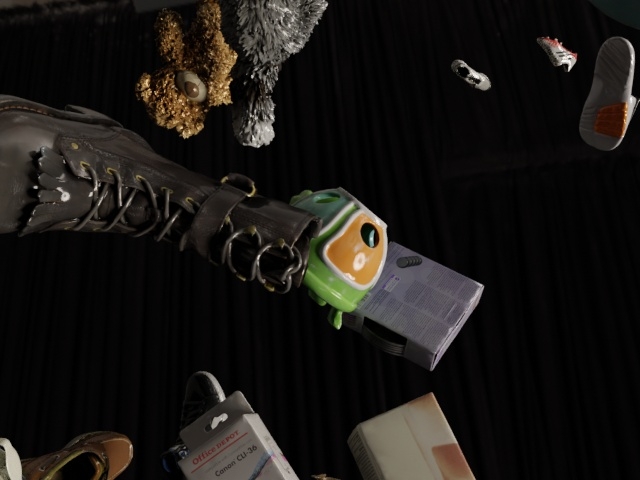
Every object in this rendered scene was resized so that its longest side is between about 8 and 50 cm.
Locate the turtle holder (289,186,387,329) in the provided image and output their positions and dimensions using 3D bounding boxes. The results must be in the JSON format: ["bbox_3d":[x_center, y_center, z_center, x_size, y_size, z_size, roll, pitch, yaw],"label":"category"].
[{"bbox_3d":[0.015,0.012,1.594,0.243,0.227,0.320,38,-177,-4],"label":"turtle holder"}]

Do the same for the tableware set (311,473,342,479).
[{"bbox_3d":[0.037,0.435,1.337,0.168,0.020,0.141,5,169,25],"label":"tableware set"}]

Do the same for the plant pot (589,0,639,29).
[{"bbox_3d":[0.510,-0.465,1.050,0.290,0.290,0.195,-5,159,4],"label":"plant pot"}]

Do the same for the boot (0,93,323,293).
[{"bbox_3d":[-0.115,-0.023,0.542,0.228,0.091,0.263,23,-160,8],"label":"boot"}]

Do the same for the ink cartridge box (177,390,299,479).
[{"bbox_3d":[-0.108,0.312,1.018,0.115,0.198,0.067,-36,165,2],"label":"ink cartridge box"}]

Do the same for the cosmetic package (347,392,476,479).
[{"bbox_3d":[0.160,0.390,1.096,0.129,0.296,0.153,-20,161,-14],"label":"cosmetic package"}]

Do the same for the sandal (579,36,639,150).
[{"bbox_3d":[0.612,-0.304,1.569,0.076,0.102,0.265,-34,142,-28],"label":"sandal"}]

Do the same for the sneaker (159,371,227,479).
[{"bbox_3d":[-0.223,0.335,1.315,0.079,0.217,0.121,-15,164,27],"label":"sneaker"}]

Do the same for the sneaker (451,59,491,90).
[{"bbox_3d":[0.358,-0.387,1.808,0.109,0.044,0.040,28,115,-12],"label":"sneaker"}]

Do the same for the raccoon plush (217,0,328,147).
[{"bbox_3d":[-0.104,-0.403,1.347,0.216,0.447,0.299,-6,-179,9],"label":"raccoon plush"}]

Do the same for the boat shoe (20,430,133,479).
[{"bbox_3d":[-0.420,0.410,1.336,0.104,0.111,0.307,-6,180,26],"label":"boat shoe"}]

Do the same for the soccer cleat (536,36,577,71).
[{"bbox_3d":[0.393,-0.312,1.272,0.083,0.036,0.029,23,-177,-24],"label":"soccer cleat"}]

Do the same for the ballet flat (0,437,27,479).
[{"bbox_3d":[-0.392,0.226,0.866,0.074,0.203,0.074,-23,-167,6],"label":"ballet flat"}]

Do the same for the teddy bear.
[{"bbox_3d":[-0.234,-0.371,1.549,0.113,0.338,0.245,6,127,30],"label":"teddy bear"}]

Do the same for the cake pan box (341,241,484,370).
[{"bbox_3d":[0.200,0.141,1.694,0.245,0.267,0.070,24,135,21],"label":"cake pan box"}]
